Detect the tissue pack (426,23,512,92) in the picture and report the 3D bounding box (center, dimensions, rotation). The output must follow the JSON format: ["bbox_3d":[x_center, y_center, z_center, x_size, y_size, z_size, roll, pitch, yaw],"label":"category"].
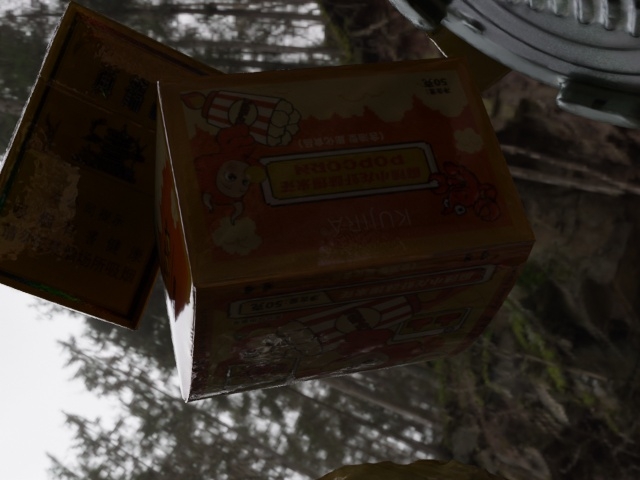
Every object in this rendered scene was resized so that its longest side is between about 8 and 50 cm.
[{"bbox_3d":[0.231,-0.278,1.129,0.120,0.169,0.082,50,-141,-8],"label":"tissue pack"}]

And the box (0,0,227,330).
[{"bbox_3d":[-0.241,-0.077,0.989,0.193,0.084,0.301,23,-97,-23],"label":"box"}]

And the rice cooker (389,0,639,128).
[{"bbox_3d":[0.142,-0.191,0.359,0.227,0.280,0.241,-60,-30,-13],"label":"rice cooker"}]

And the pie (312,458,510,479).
[{"bbox_3d":[0.013,0.242,0.352,0.339,0.083,0.339,-10,-75,-40],"label":"pie"}]

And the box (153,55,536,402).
[{"bbox_3d":[0.000,0.000,0.836,0.283,0.214,0.259,-8,-26,-15],"label":"box"}]
